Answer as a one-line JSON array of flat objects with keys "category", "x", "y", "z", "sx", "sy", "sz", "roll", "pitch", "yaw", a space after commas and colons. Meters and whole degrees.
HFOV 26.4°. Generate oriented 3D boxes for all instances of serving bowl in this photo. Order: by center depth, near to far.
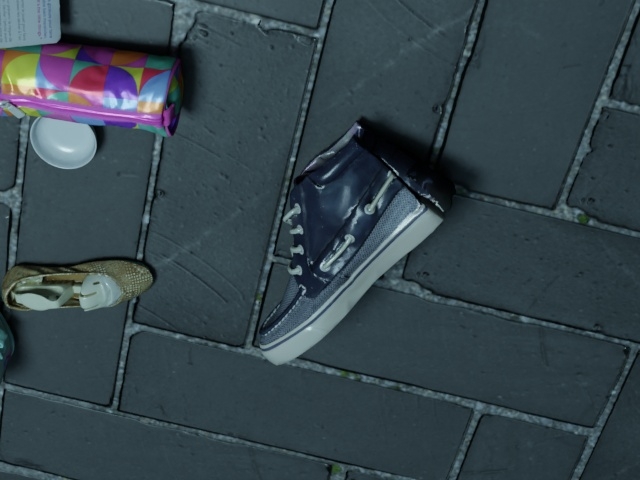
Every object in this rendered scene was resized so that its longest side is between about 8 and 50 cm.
[{"category": "serving bowl", "x": -0.315, "y": -0.130, "z": 1.688, "sx": 0.083, "sy": 0.027, "sz": 0.083, "roll": 3, "pitch": 125, "yaw": 4}]

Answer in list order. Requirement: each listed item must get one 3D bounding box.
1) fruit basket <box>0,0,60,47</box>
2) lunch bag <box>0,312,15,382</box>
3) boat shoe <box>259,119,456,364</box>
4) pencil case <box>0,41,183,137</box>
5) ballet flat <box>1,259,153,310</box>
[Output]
[{"category": "fruit basket", "x": -0.461, "y": -0.355, "z": 1.462, "sx": 0.353, "sy": 0.165, "sz": 0.327, "roll": -11, "pitch": 123, "yaw": -24}, {"category": "lunch bag", "x": -0.545, "y": 0.104, "z": 1.834, "sx": 0.224, "sy": 0.108, "sz": 0.279, "roll": -14, "pitch": 124, "yaw": 11}, {"category": "boat shoe", "x": 0.000, "y": 0.000, "z": 1.695, "sx": 0.158, "sy": 0.127, "sz": 0.340, "roll": 40, "pitch": 113, "yaw": -12}, {"category": "pencil case", "x": -0.280, "y": -0.179, "z": 1.607, "sx": 0.236, "sy": 0.104, "sz": 0.104, "roll": 5, "pitch": 125, "yaw": 3}, {"category": "ballet flat", "x": -0.324, "y": 0.068, "z": 1.804, "sx": 0.206, "sy": 0.067, "sz": 0.073, "roll": -5, "pitch": 123, "yaw": 10}]
